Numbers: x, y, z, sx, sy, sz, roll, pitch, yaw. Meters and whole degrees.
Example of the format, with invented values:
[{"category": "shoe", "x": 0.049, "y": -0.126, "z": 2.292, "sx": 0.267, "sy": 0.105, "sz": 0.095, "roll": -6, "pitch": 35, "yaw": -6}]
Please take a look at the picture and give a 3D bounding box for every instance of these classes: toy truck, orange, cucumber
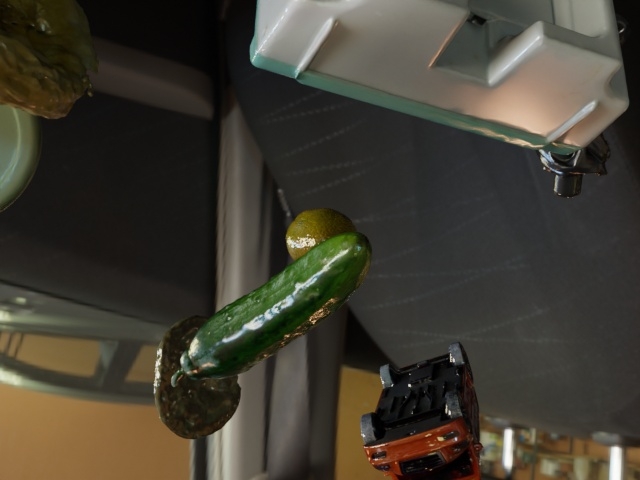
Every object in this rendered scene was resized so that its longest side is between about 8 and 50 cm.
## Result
[{"category": "toy truck", "x": 0.123, "y": 0.201, "z": 0.881, "sx": 0.107, "sy": 0.114, "sz": 0.252, "roll": -19, "pitch": -175, "yaw": 13}, {"category": "orange", "x": 0.000, "y": 0.000, "z": 0.999, "sx": 0.095, "sy": 0.085, "sz": 0.085, "roll": 25, "pitch": 179, "yaw": 31}, {"category": "cucumber", "x": -0.042, "y": 0.062, "z": 0.628, "sx": 0.056, "sy": 0.056, "sz": 0.250, "roll": 17, "pitch": 140, "yaw": -41}]

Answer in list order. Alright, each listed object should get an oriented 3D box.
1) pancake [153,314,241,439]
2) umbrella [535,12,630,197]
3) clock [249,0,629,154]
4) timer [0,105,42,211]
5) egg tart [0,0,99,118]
[{"category": "pancake", "x": -0.242, "y": 0.266, "z": 1.562, "sx": 0.042, "sy": 0.236, "sz": 0.222, "roll": -1, "pitch": -154, "yaw": 44}, {"category": "umbrella", "x": 0.360, "y": -0.192, "z": 1.133, "sx": 0.122, "sy": 0.272, "sz": 0.110, "roll": 13, "pitch": -148, "yaw": 29}, {"category": "clock", "x": 0.096, "y": -0.204, "z": 0.563, "sx": 0.262, "sy": 0.231, "sz": 0.116, "roll": 13, "pitch": 155, "yaw": -20}, {"category": "timer", "x": -0.621, "y": -0.176, "z": 1.322, "sx": 0.290, "sy": 0.291, "sz": 0.315, "roll": 12, "pitch": -178, "yaw": -23}, {"category": "egg tart", "x": -0.309, "y": -0.214, "z": 0.664, "sx": 0.118, "sy": 0.288, "sz": 0.288, "roll": -25, "pitch": 162, "yaw": 8}]
